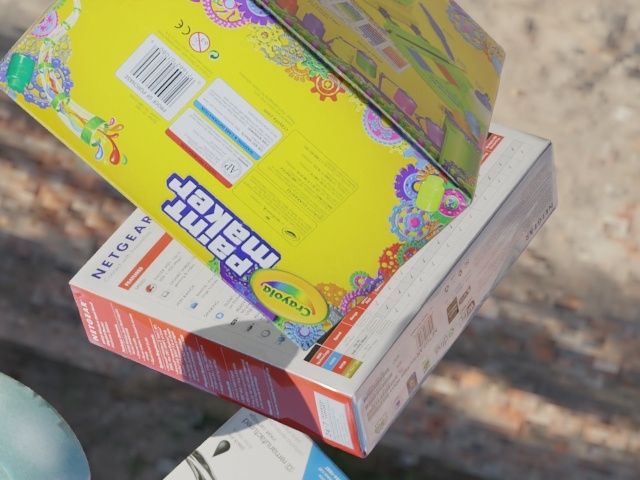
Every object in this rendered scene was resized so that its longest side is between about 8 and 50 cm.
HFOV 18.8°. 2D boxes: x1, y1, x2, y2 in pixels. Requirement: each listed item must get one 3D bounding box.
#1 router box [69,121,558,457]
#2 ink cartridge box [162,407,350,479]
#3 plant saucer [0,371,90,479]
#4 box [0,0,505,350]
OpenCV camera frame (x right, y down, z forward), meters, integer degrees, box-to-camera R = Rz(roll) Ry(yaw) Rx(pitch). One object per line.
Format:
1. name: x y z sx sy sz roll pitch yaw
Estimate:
1. router box: 0.000 0.000 1.717 0.301 0.335 0.082 21 143 29
2. ink cartridge box: -0.078 0.266 1.812 0.148 0.203 0.086 45 168 12
3. plant saucer: -0.276 0.176 1.502 0.195 0.037 0.195 10 129 12
4. box: -0.037 -0.128 1.391 0.290 0.279 0.177 42 117 -11
